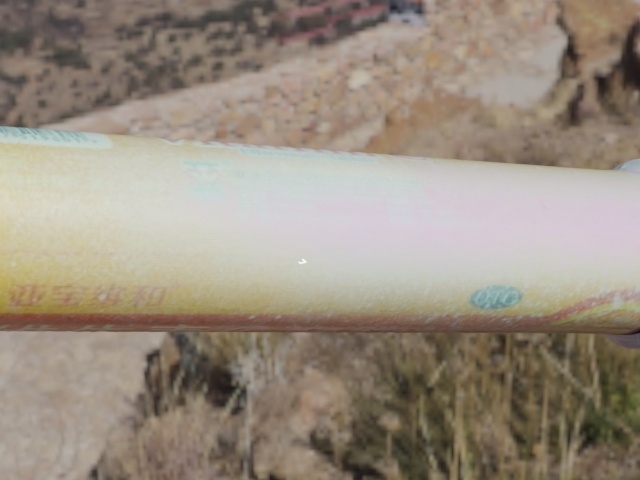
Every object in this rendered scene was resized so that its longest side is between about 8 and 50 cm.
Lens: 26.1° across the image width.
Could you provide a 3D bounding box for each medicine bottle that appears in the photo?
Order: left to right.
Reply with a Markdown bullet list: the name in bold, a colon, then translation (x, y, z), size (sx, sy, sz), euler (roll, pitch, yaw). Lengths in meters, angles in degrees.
- **medicine bottle**: translation (0.000, 0.000, 0.684), size (0.426, 0.108, 0.108), euler (2, 22, -27)
